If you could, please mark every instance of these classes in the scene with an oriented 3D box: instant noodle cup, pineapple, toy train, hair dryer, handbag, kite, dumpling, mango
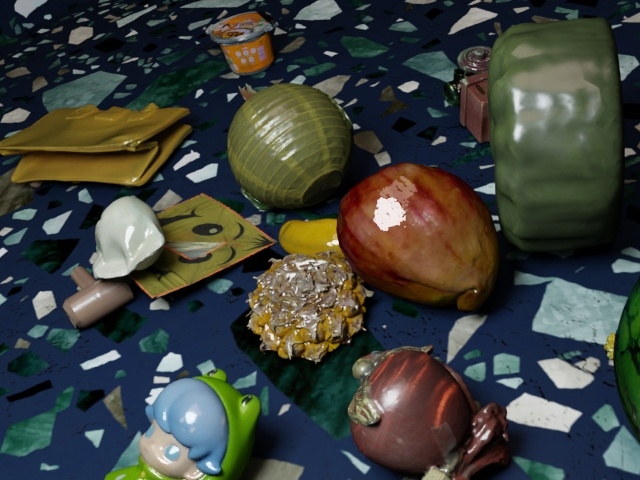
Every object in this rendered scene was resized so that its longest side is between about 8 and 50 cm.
[{"bbox_3d":[-0.198,-0.529,1.949,0.208,0.125,0.177,18,50,35],"label":"instant noodle cup"},{"bbox_3d":[-0.025,0.092,1.140,0.225,0.076,0.225,-10,49,12],"label":"pineapple"},{"bbox_3d":[0.416,-0.317,1.467,0.304,0.150,0.221,-21,48,-8],"label":"toy train"},{"bbox_3d":[-0.431,0.090,1.329,0.117,0.064,0.182,-33,33,-22],"label":"hair dryer"},{"bbox_3d":[-0.528,-0.234,1.708,0.401,0.133,0.283,2,36,21],"label":"handbag"},{"bbox_3d":[-0.244,0.000,1.370,0.327,0.013,0.377,0,31,9],"label":"kite"},{"bbox_3d":[-0.350,0.001,1.281,0.151,0.124,0.229,-46,31,3],"label":"dumpling"},{"bbox_3d":[0.000,0.000,1.264,0.190,0.075,0.098,11,39,33],"label":"mango"}]

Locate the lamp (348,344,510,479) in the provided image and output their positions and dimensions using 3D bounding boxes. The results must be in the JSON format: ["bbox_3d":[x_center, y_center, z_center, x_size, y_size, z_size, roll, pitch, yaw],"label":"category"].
[{"bbox_3d":[0.117,0.231,0.877,0.223,0.151,0.215,20,55,35],"label":"lamp"}]

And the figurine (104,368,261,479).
[{"bbox_3d":[-0.192,0.290,0.936,0.162,0.143,0.263,22,68,48],"label":"figurine"}]

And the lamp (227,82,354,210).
[{"bbox_3d":[-0.073,-0.196,1.374,0.250,0.250,0.284,-31,69,-18],"label":"lamp"}]

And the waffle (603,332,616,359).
[{"bbox_3d":[0.432,0.147,0.975,0.085,0.016,0.078,14,46,34],"label":"waffle"}]

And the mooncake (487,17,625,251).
[{"bbox_3d":[0.360,-0.160,1.112,0.194,0.356,0.356,-3,40,20],"label":"mooncake"}]

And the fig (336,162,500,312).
[{"bbox_3d":[0.154,-0.006,1.110,0.263,0.224,0.224,21,47,10],"label":"fig"}]

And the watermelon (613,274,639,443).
[{"bbox_3d":[0.476,0.134,0.723,0.363,0.363,0.363,-10,38,8],"label":"watermelon"}]
